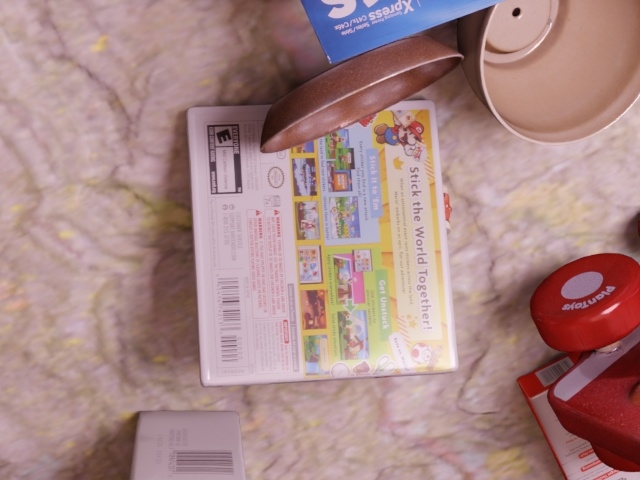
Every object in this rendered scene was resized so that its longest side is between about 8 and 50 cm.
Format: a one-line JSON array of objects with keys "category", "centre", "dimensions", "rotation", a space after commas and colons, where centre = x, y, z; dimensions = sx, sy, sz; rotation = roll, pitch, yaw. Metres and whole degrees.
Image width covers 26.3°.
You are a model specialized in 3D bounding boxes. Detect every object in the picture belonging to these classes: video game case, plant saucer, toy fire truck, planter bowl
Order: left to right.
[{"category": "video game case", "centre": [0.000, 0.000, 1.106], "dimensions": [0.206, 0.026, 0.227], "rotation": [-3, 79, -8]}, {"category": "plant saucer", "centre": [0.026, -0.113, 1.030], "dimensions": [0.168, 0.168, 0.029], "rotation": [-25, 88, 1]}, {"category": "planter bowl", "centre": [0.172, -0.168, 1.073], "dimensions": [0.162, 0.109, 0.162], "rotation": [-10, 117, -20]}, {"category": "toy fire truck", "centre": [0.338, 0.083, 1.113], "dimensions": [0.302, 0.254, 0.169], "rotation": [-34, 114, -16]}]

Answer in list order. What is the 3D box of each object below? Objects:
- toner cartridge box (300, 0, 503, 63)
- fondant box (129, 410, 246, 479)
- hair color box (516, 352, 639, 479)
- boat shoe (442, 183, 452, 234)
[{"category": "toner cartridge box", "centre": [0.155, -0.245, 0.972], "dimensions": [0.348, 0.165, 0.075], "rotation": [-18, 120, 16]}, {"category": "fondant box", "centre": [-0.111, 0.330, 1.131], "dimensions": [0.096, 0.238, 0.330], "rotation": [2, 100, -6]}, {"category": "hair color box", "centre": [0.243, 0.175, 1.265], "dimensions": [0.072, 0.043, 0.141], "rotation": [-27, 112, 1]}, {"category": "boat shoe", "centre": [0.043, -0.027, 1.154], "dimensions": [0.137, 0.049, 0.043], "rotation": [0, 73, -1]}]
